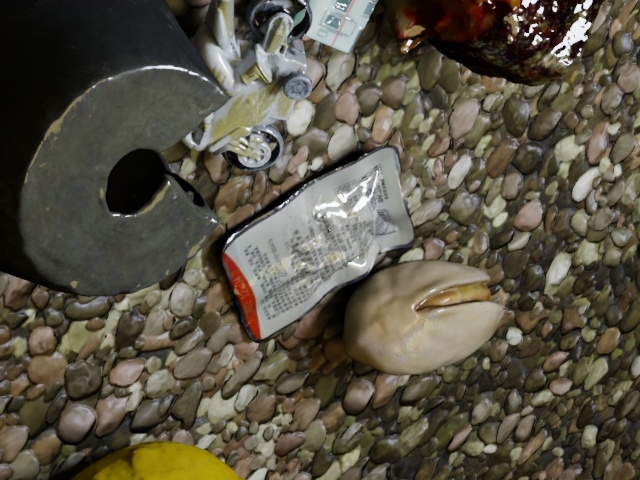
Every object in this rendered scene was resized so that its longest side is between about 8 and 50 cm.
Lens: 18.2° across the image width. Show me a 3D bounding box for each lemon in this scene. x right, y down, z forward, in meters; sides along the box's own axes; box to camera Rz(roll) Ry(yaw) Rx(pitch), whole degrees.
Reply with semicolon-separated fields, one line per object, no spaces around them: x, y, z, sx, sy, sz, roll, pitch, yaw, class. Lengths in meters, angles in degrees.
-0.182;0.328;2.054;0.288;0.233;0.233;-33;135;-24;lemon

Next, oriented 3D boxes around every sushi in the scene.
0.207;-0.310;2.030;0.182;0.196;0.343;35;85;-30;sushi

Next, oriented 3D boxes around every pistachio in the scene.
0.116;0.084;2.245;0.223;0.126;0.152;-15;165;-40;pistachio

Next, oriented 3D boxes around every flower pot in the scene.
-0.235;-0.096;1.705;0.379;0.251;0.379;-24;132;-29;flower pot

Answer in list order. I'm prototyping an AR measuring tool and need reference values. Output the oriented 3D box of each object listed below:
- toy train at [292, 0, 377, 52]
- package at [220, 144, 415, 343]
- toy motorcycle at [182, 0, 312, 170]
0.069;-0.383;1.913;0.088;0.086;0.407;18;103;-41;toy train
0.000;0.000;2.145;0.232;0.040;0.166;-32;135;-13;package
-0.089;-0.155;1.906;0.151;0.074;0.228;4;135;-11;toy motorcycle
